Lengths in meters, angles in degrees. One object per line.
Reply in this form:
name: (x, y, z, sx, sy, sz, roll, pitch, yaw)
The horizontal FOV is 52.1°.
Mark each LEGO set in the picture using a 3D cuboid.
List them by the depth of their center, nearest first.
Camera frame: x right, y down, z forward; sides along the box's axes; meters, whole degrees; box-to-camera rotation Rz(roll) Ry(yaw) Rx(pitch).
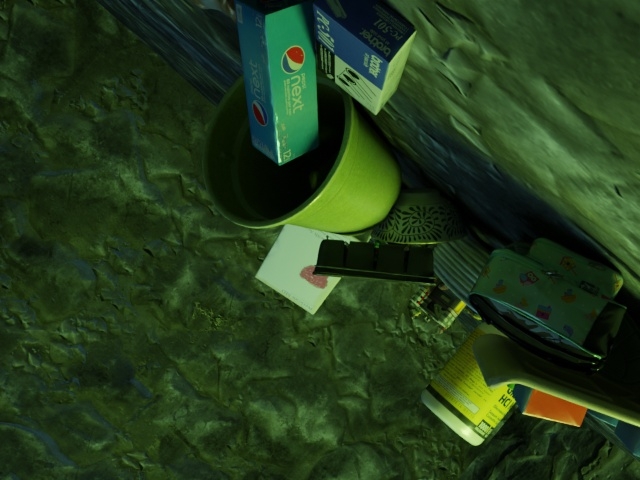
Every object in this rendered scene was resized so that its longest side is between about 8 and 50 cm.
LEGO set: (0.274, 0.109, 1.610, 0.331, 0.192, 0.255, 40, 178, 24)

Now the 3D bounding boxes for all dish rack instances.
dish rack: (0.101, 0.038, 1.208, 0.209, 0.074, 0.271, 6, 177, 4)

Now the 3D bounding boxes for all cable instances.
cable: (0.315, 0.084, 1.186, 0.257, 0.089, 0.257, 27, -167, -44)

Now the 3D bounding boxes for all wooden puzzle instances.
wooden puzzle: (0.410, 0.241, 0.993, 0.348, 0.080, 0.322, 14, -177, 8)

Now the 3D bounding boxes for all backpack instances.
backpack: (0.301, 0.079, 0.880, 0.189, 0.144, 0.166, 21, 172, 21)

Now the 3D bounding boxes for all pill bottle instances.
pill bottle: (0.425, 0.329, 1.645, 0.188, 0.334, 0.188, 40, 179, 1)

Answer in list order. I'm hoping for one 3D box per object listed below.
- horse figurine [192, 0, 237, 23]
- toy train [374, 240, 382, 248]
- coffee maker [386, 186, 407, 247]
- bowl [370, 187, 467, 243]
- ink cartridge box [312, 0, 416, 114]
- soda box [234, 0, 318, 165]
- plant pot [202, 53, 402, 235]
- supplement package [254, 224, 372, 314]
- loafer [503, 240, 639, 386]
horse figurine: (-0.152, -0.357, 0.892, 0.263, 0.066, 0.174, 37, 171, 29)
toy train: (0.122, -0.002, 1.313, 0.017, 0.023, 0.083, 42, 153, 5)
coffee maker: (0.129, -0.070, 1.335, 0.178, 0.120, 0.171, 39, 178, 7)
bowl: (0.172, -0.048, 1.147, 0.170, 0.080, 0.170, -1, -169, 0)
ink cartridge box: (0.044, -0.209, 0.729, 0.097, 0.046, 0.207, 39, 178, 3)
soda box: (-0.052, -0.206, 0.835, 0.067, 0.071, 0.210, 40, 147, 36)
plant pot: (-0.002, -0.123, 1.059, 0.276, 0.276, 0.254, 39, -170, 37)
supplement package: (0.000, 0.000, 1.528, 0.178, 0.175, 0.293, 33, 135, 0)
loafer: (0.384, 0.099, 0.979, 0.267, 0.096, 0.084, 47, -160, 16)
